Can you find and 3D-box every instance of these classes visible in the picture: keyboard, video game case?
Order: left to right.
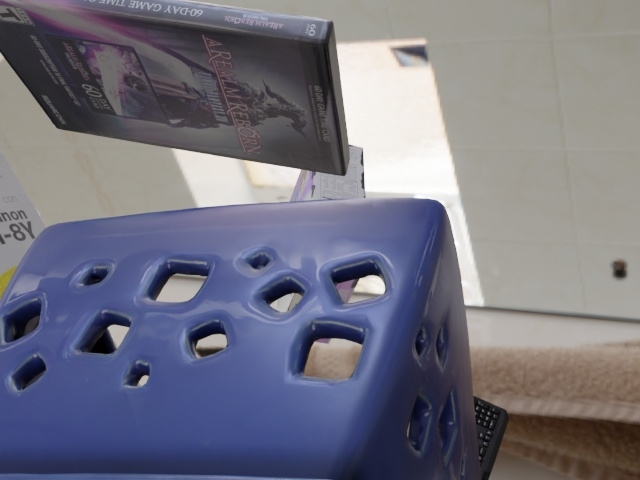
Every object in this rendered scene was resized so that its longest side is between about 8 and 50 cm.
[{"bbox_3d":[-0.117,-0.125,0.677,0.196,0.274,0.026,77,-154,-67],"label":"video game case"},{"bbox_3d":[0.162,0.270,1.055,0.038,0.100,0.192,89,-155,-53],"label":"keyboard"}]

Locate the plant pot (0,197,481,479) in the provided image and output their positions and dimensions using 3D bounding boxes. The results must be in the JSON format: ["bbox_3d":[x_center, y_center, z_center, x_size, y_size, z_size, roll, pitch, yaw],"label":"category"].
[{"bbox_3d":[-0.045,0.133,0.430,0.212,0.236,0.236,-73,-25,-53],"label":"plant pot"}]

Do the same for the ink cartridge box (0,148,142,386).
[{"bbox_3d":[-0.352,0.110,0.795,0.385,0.160,0.279,58,-154,6],"label":"ink cartridge box"}]

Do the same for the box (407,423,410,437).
[{"bbox_3d":[-0.012,0.274,0.883,0.311,0.148,0.121,-39,-85,-9],"label":"box"}]

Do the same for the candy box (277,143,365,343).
[{"bbox_3d":[0.000,0.000,1.059,0.165,0.070,0.196,113,163,-44],"label":"candy box"}]
